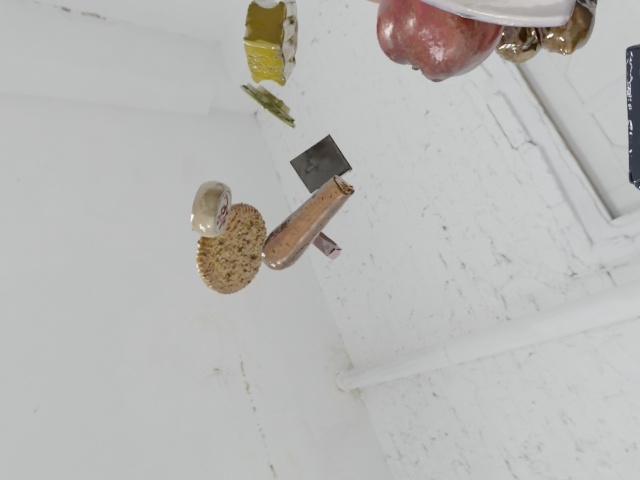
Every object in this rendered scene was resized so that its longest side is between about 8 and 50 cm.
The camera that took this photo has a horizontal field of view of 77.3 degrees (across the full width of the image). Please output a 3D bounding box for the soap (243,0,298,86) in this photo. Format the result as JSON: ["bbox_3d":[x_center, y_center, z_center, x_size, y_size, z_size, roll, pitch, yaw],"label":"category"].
[{"bbox_3d":[-0.100,-0.424,0.853,0.080,0.160,0.257,5,-148,1],"label":"soap"}]

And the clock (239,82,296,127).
[{"bbox_3d":[-0.170,-0.480,1.388,0.237,0.057,0.237,36,-167,-10],"label":"clock"}]

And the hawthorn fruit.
[{"bbox_3d":[0.173,-0.334,0.548,0.185,0.202,0.185,10,-144,-7],"label":"hawthorn fruit"}]

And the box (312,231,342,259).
[{"bbox_3d":[0.000,0.000,1.412,0.156,0.060,0.111,39,179,17],"label":"box"}]

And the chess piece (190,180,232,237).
[{"bbox_3d":[-0.158,-0.046,0.585,0.038,0.083,0.083,16,-129,0],"label":"chess piece"}]

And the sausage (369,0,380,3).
[{"bbox_3d":[0.143,-0.607,0.925,0.114,0.113,0.259,-7,-142,-40],"label":"sausage"}]

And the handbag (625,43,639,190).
[{"bbox_3d":[0.671,-0.216,0.627,0.329,0.304,0.121,61,-150,-29],"label":"handbag"}]

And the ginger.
[{"bbox_3d":[0.442,-0.571,0.817,0.176,0.254,0.417,-6,-79,-13],"label":"ginger"}]

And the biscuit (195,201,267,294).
[{"bbox_3d":[-0.221,0.024,1.054,0.254,0.035,0.253,-33,-50,-51],"label":"biscuit"}]

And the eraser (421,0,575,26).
[{"bbox_3d":[0.148,-0.326,0.401,0.244,0.204,0.059,7,-128,14],"label":"eraser"}]

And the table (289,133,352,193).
[{"bbox_3d":[0.006,-0.298,1.642,0.172,0.193,0.169,57,-175,-3],"label":"table"}]

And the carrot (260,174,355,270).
[{"bbox_3d":[-0.021,-0.022,0.533,0.055,0.161,0.055,33,-152,-20],"label":"carrot"}]
